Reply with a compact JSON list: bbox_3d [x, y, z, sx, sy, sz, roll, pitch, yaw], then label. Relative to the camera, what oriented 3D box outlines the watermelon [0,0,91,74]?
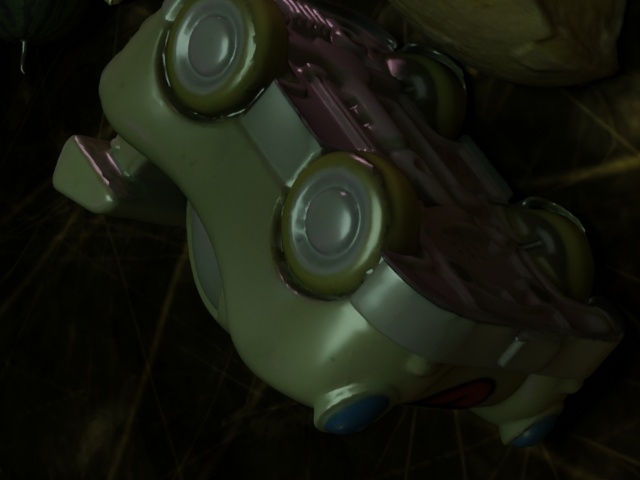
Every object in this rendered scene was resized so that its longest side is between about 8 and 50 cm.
[{"bbox_3d":[-0.238,-0.201,1.542,0.105,0.105,0.133,-10,77,40],"label":"watermelon"}]

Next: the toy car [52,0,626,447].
[{"bbox_3d":[0.000,0.000,1.220,0.226,0.242,0.336,-49,55,23],"label":"toy car"}]

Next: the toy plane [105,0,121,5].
[{"bbox_3d":[-0.152,-0.276,1.449,0.092,0.229,0.244,-91,10,-49],"label":"toy plane"}]

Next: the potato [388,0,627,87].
[{"bbox_3d":[0.058,-0.219,1.189,0.211,0.264,0.189,5,79,36],"label":"potato"}]
